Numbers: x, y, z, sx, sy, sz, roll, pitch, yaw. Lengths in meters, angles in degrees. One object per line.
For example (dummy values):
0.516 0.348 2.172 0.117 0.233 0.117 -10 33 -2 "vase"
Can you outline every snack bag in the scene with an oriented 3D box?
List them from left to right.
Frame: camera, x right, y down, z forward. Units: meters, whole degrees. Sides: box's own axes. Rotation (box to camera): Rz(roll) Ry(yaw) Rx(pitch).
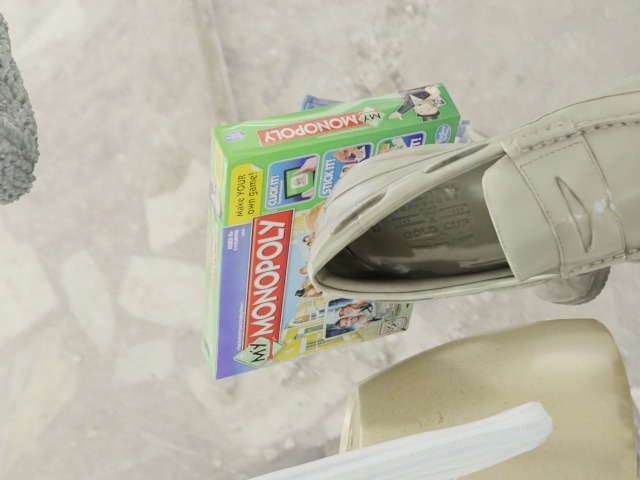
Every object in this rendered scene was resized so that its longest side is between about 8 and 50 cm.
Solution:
-0.079 0.154 0.612 0.323 0.342 0.037 -13 75 -18 "snack bag"

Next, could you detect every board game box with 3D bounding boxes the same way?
0.000 0.000 1.255 0.213 0.317 0.046 -14 53 -17 "board game box"

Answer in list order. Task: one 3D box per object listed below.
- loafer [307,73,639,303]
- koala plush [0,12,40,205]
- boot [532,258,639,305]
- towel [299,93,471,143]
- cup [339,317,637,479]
0.136 -0.019 0.798 0.319 0.112 0.111 -15 25 33 "loafer"
-0.309 -0.095 0.758 0.196 0.221 0.203 -28 71 38 "koala plush"
0.229 -0.010 1.540 0.222 0.338 0.118 4 72 -7 "boot"
0.057 -0.074 1.712 0.034 0.285 0.209 38 115 45 "towel"
0.142 0.233 1.317 0.236 0.331 0.331 4 73 -6 "cup"
